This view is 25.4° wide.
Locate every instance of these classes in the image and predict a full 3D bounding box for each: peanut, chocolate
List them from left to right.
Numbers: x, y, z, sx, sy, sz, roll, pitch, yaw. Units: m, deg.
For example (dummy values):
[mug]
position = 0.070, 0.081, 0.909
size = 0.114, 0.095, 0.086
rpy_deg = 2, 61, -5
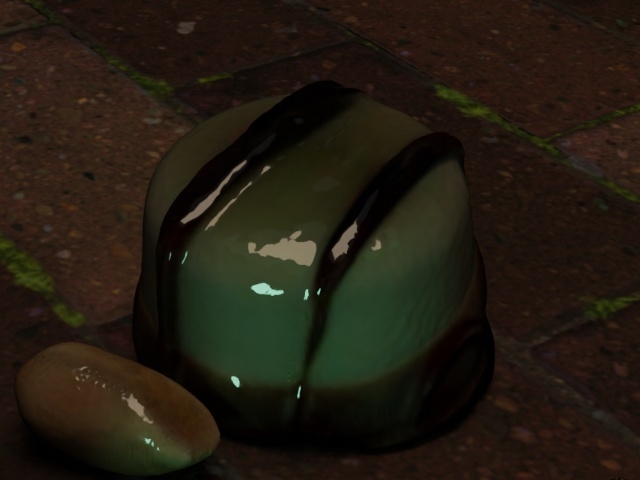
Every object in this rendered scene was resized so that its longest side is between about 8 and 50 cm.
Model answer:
[peanut]
position = -0.135, 0.112, 0.929
size = 0.152, 0.076, 0.076
rpy_deg = 15, 34, 21
[chocolate]
position = 0.000, 0.000, 1.009
size = 0.284, 0.186, 0.283
rpy_deg = 3, 32, -2

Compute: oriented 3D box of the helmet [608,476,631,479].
[helmet]
position = 0.186, 0.193, 0.833
size = 0.123, 0.070, 0.098
rpy_deg = -9, 26, -24
